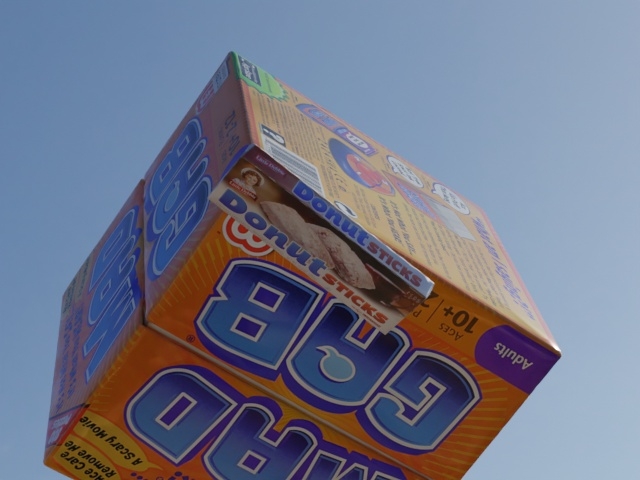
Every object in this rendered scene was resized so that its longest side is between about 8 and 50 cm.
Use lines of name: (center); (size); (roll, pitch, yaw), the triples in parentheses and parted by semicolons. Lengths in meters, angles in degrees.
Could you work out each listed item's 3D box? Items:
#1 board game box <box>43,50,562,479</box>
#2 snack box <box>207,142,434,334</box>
board game box: (-0.034, 0.086, 1.542); (0.356, 0.356, 0.356); (31, -73, -18)
snack box: (0.000, 0.000, 1.150); (0.178, 0.022, 0.064); (38, -42, -6)
